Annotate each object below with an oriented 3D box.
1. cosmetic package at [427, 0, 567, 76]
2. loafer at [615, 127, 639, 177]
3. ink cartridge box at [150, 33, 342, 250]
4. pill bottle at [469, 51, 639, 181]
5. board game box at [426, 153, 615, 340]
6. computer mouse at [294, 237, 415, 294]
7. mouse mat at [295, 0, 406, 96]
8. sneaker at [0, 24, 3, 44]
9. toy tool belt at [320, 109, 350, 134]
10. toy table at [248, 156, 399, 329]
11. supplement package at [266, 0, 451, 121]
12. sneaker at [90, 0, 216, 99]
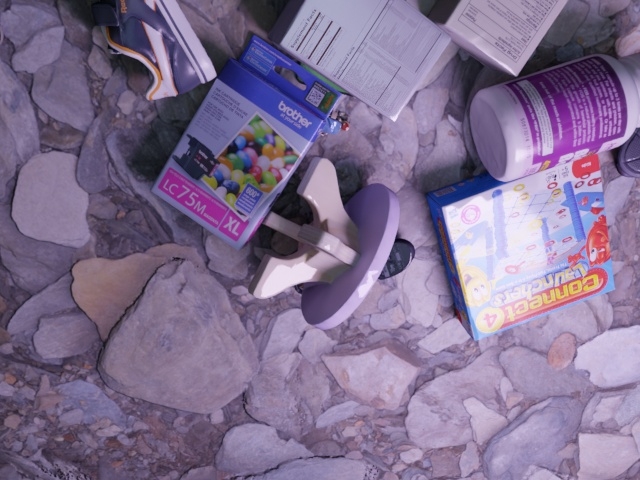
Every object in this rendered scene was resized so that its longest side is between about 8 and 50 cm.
[{"bbox_3d":[0.326,-0.442,0.972,0.160,0.113,0.309,29,105,-19],"label":"cosmetic package"},{"bbox_3d":[0.662,-0.245,1.139,0.109,0.095,0.302,40,97,9],"label":"loafer"},{"bbox_3d":[-0.124,-0.160,1.006,0.186,0.065,0.311,35,101,0],"label":"ink cartridge box"},{"bbox_3d":[0.429,-0.221,1.049,0.302,0.169,0.169,-18,114,-2],"label":"pill bottle"},{"bbox_3d":[0.393,0.004,1.179,0.308,0.086,0.302,-20,114,-2],"label":"board game box"},{"bbox_3d":[0.064,0.050,1.171,0.242,0.041,0.071,-15,105,4],"label":"computer mouse"},{"bbox_3d":[0.051,-0.342,1.021,0.153,0.007,0.189,11,108,-14],"label":"mouse mat"},{"bbox_3d":[-0.583,-0.288,0.868,0.222,0.118,0.083,-6,113,-8],"label":"sneaker"},{"bbox_3d":[0.015,-0.203,1.046,0.083,0.051,0.052,16,108,-16],"label":"toy tool belt"},{"bbox_3d":[0.000,0.000,1.039,0.161,0.252,0.274,28,75,-32],"label":"toy table"},{"bbox_3d":[0.049,-0.310,0.924,0.203,0.194,0.149,30,103,-20],"label":"supplement package"},{"bbox_3d":[-0.284,-0.356,0.890,0.127,0.126,0.321,-30,115,-4],"label":"sneaker"}]
